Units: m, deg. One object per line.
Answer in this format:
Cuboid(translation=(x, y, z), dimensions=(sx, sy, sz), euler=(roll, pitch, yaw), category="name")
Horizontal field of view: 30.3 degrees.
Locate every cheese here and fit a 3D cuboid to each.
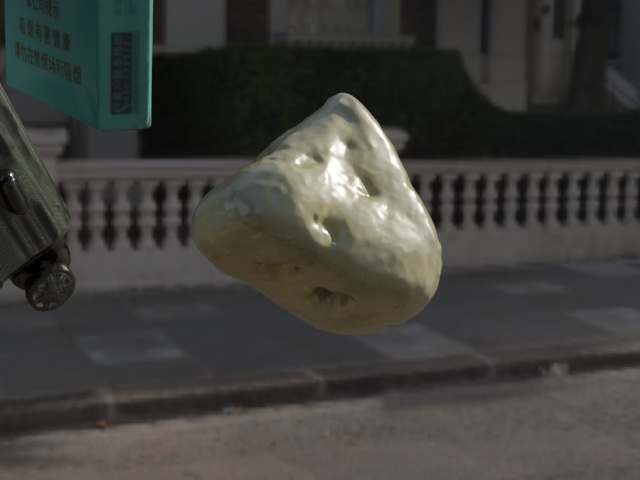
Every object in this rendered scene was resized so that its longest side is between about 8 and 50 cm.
Cuboid(translation=(-0.001, 0.001, 1.245), dimensions=(0.174, 0.248, 0.251), euler=(-35, 0, 37), category="cheese")

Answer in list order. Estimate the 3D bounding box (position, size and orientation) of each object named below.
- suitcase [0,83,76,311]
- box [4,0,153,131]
Cuboid(translation=(-0.231, -0.091, 0.518), dimensions=(0.128, 0.312, 0.202), euler=(-35, 53, -14), category="suitcase")
Cuboid(translation=(-0.153, -0.195, 0.724), dimensions=(0.041, 0.229, 0.162), euler=(-8, 21, -33), category="box")
